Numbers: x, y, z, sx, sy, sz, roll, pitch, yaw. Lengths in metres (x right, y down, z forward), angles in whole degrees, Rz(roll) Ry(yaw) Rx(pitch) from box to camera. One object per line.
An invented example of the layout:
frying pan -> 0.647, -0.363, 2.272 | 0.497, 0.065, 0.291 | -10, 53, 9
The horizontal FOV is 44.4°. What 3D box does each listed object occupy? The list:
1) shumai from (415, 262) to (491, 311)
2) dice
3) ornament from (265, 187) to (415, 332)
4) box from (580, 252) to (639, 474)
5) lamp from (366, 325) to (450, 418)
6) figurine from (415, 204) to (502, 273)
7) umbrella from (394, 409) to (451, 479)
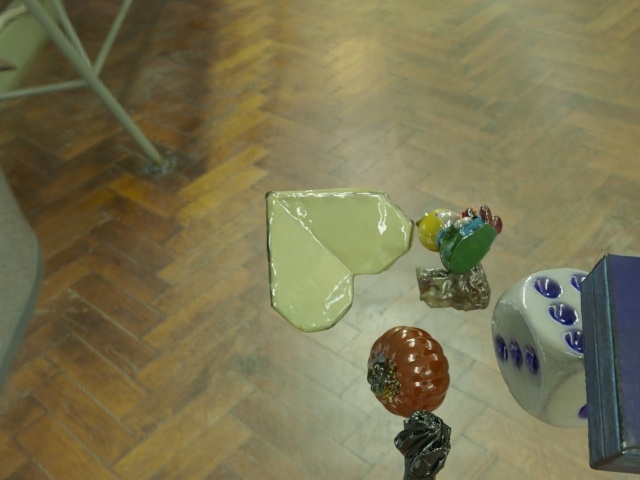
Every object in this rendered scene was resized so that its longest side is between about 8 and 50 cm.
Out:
shumai -> 0.335, 0.115, 2.006 | 0.176, 0.166, 0.206 | -19, -1, 6
dice -> 0.527, 0.227, 1.667 | 0.243, 0.251, 0.259 | -9, 46, -8
ornament -> 0.000, 0.000, 0.982 | 0.201, 0.180, 0.059 | -45, 8, 6
box -> 0.489, 0.163, 0.990 | 0.279, 0.116, 0.261 | 5, 63, -1
lamp -> 0.207, 0.313, 1.863 | 0.197, 0.223, 0.223 | -9, 32, -32
figurine -> 0.329, -0.032, 1.894 | 0.127, 0.185, 0.234 | 29, 17, -16
umbrella -> 0.203, 0.512, 1.636 | 0.118, 0.339, 0.118 | 6, 20, -2
